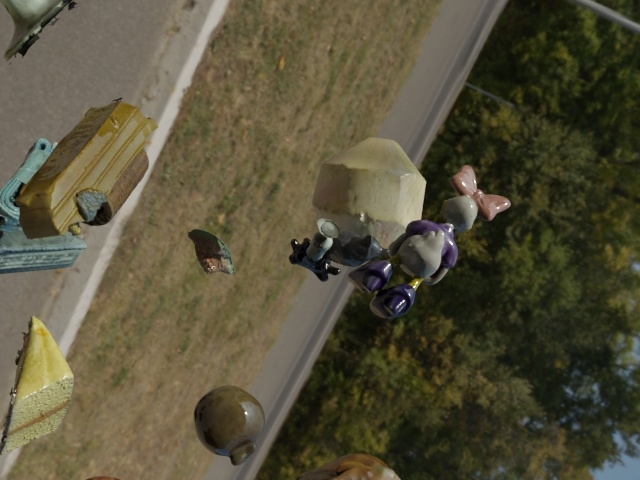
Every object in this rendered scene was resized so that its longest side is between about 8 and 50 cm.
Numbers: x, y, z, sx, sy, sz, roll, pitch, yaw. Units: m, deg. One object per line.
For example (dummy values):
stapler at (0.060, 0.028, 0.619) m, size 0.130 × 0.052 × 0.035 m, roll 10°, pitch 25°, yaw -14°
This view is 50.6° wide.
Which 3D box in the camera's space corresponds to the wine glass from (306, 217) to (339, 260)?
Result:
wine glass at (0.000, 0.000, 1.151) m, size 0.039 × 0.042 × 0.083 m, roll -64°, pitch -177°, yaw -37°

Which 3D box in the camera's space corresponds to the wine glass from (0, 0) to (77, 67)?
wine glass at (-0.533, -0.446, 0.997) m, size 0.190 × 0.357 × 0.190 m, roll -32°, pitch -149°, yaw 23°

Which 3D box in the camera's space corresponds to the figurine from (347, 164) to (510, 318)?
figurine at (0.244, 0.000, 1.502) m, size 0.421 × 0.154 × 0.193 m, roll -40°, pitch 170°, yaw -35°

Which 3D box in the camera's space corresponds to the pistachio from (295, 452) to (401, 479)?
pistachio at (0.007, 0.342, 0.826) m, size 0.210 × 0.165 × 0.130 m, roll -39°, pitch -144°, yaw 2°

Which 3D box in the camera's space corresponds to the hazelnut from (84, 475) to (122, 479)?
hazelnut at (-0.310, 0.418, 0.947) m, size 0.150 × 0.150 × 0.150 m, roll -61°, pitch 172°, yaw -14°

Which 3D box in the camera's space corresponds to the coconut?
coconut at (0.148, -0.143, 2.026) m, size 0.352 × 0.353 × 0.352 m, roll -61°, pitch 172°, yaw -14°

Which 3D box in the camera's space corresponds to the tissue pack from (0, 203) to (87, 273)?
tissue pack at (-0.764, -0.024, 1.664) m, size 0.103 × 0.228 × 0.316 m, roll -49°, pitch 166°, yaw 15°

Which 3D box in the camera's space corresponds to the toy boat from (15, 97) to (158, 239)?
toy boat at (-0.316, -0.097, 0.965) m, size 0.310 × 0.089 × 0.115 m, roll -78°, pitch 152°, yaw -50°

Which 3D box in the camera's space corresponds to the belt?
belt at (-0.675, -0.133, 1.572) m, size 0.072 × 0.087 × 0.302 m, roll -45°, pitch -156°, yaw 32°

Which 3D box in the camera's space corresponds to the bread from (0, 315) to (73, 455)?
bread at (-0.581, 0.272, 1.301) m, size 0.135 × 0.178 × 0.240 m, roll -22°, pitch 157°, yaw -41°

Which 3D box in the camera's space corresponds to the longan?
longan at (-0.136, 0.280, 1.030) m, size 0.106 × 0.119 × 0.106 m, roll -23°, pitch 165°, yaw -7°

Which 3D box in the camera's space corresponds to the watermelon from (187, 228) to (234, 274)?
watermelon at (-0.304, 0.020, 1.869) m, size 0.080 × 0.155 × 0.101 m, roll -23°, pitch 154°, yaw -28°

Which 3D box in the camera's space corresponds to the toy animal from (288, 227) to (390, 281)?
toy animal at (0.051, 0.007, 1.353) m, size 0.210 × 0.121 × 0.117 m, roll -14°, pitch -130°, yaw 39°
